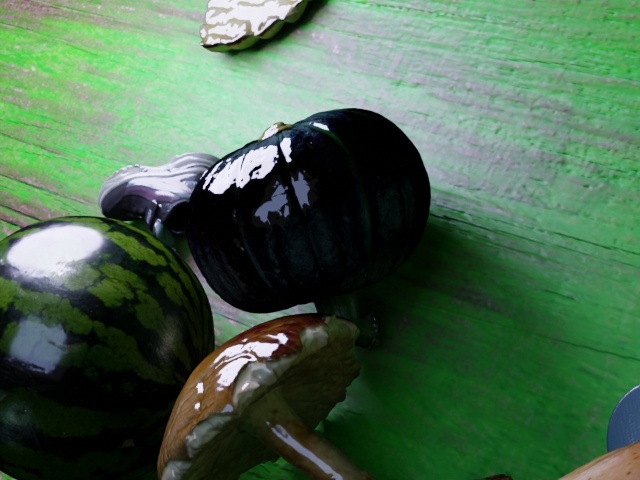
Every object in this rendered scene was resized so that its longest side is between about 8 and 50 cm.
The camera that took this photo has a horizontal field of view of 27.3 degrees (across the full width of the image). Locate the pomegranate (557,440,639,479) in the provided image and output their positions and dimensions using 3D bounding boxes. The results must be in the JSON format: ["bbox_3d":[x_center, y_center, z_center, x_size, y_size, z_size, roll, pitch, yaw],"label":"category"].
[{"bbox_3d":[0.255,0.289,0.893,0.338,0.338,0.338,-15,61,28],"label":"pomegranate"}]

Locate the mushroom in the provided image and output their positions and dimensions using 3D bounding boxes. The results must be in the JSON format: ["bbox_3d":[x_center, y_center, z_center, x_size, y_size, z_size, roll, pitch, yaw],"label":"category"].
[{"bbox_3d":[-0.010,0.188,1.164,0.233,0.208,0.301,-44,38,-13],"label":"mushroom"}]

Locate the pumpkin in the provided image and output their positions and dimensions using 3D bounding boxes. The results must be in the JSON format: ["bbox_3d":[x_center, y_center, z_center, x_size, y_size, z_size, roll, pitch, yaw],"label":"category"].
[{"bbox_3d":[0.000,0.000,1.286,0.248,0.248,0.248,-15,61,28],"label":"pumpkin"}]

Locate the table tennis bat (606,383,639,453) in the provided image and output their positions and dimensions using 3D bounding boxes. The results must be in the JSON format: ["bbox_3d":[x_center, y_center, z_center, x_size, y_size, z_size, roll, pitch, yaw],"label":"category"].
[{"bbox_3d":[0.298,0.188,1.109,0.100,0.019,0.155,-31,53,18],"label":"table tennis bat"}]

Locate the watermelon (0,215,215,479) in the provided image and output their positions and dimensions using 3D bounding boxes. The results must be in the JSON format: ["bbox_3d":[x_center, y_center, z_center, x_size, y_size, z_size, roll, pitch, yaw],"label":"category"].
[{"bbox_3d":[-0.243,0.117,1.340,0.285,0.285,0.285,-15,61,28],"label":"watermelon"}]

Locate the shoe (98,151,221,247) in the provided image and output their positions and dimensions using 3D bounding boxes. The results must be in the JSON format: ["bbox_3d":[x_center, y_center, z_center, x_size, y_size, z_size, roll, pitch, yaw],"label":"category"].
[{"bbox_3d":[-0.181,-0.035,1.505,0.169,0.071,0.099,-16,63,23],"label":"shoe"}]

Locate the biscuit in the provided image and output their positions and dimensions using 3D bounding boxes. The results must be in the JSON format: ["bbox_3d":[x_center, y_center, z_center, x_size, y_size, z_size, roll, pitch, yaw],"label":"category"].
[{"bbox_3d":[-0.049,-0.351,1.587,0.187,0.036,0.273,-1,67,33],"label":"biscuit"}]
